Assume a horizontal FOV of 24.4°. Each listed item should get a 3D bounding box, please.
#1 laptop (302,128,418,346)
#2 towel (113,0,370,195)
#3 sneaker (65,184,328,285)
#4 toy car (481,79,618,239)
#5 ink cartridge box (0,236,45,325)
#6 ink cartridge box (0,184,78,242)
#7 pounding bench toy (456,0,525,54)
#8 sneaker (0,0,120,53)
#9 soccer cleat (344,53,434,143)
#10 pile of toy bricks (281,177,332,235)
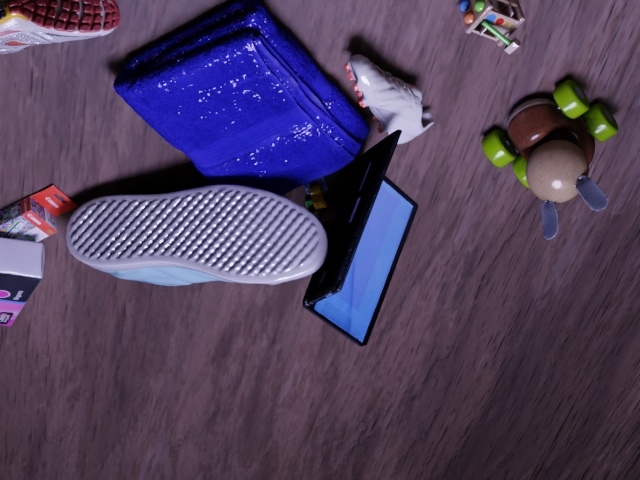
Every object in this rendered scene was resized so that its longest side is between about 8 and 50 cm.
[{"bbox_3d":[0.080,0.005,2.019,0.136,0.234,0.264,24,165,-11],"label":"laptop"},{"bbox_3d":[-0.095,-0.163,1.915,0.227,0.076,0.308,-27,140,16],"label":"towel"},{"bbox_3d":[-0.155,-0.001,2.031,0.365,0.135,0.150,6,171,16],"label":"sneaker"},{"bbox_3d":[0.333,-0.094,2.031,0.155,0.188,0.149,-35,137,27],"label":"toy car"},{"bbox_3d":[-0.579,0.039,2.017,0.370,0.069,0.176,10,151,-23],"label":"ink cartridge box"},{"bbox_3d":[-0.397,-0.028,2.037,0.115,0.029,0.063,-25,142,17],"label":"ink cartridge box"},{"bbox_3d":[0.214,-0.276,1.852,0.065,0.083,0.052,15,135,-32],"label":"pounding bench toy"},{"bbox_3d":[-0.346,-0.266,1.724,0.225,0.088,0.093,-1,161,-15],"label":"sneaker"},{"bbox_3d":[0.091,-0.193,1.944,0.076,0.068,0.196,-26,148,9],"label":"soccer cleat"},{"bbox_3d":[0.000,0.000,2.112,0.118,0.105,0.212,-16,148,5],"label":"pile of toy bricks"}]
